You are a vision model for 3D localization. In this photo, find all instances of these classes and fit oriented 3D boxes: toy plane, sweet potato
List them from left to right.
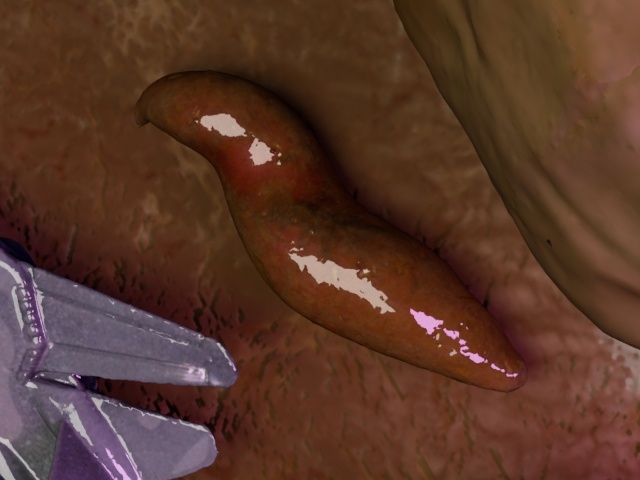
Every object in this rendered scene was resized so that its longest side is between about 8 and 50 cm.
[{"bbox_3d":[-0.166,0.021,0.840,0.212,0.088,0.267,-38,75,22],"label":"toy plane"},{"bbox_3d":[0.001,-0.001,0.776,0.202,0.058,0.055,43,133,10],"label":"sweet potato"}]

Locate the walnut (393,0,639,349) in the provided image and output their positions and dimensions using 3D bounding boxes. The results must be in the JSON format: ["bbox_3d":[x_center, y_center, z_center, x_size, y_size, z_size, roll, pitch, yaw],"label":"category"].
[{"bbox_3d":[0.184,-0.126,0.527,0.383,0.383,0.384,4,100,22],"label":"walnut"}]
